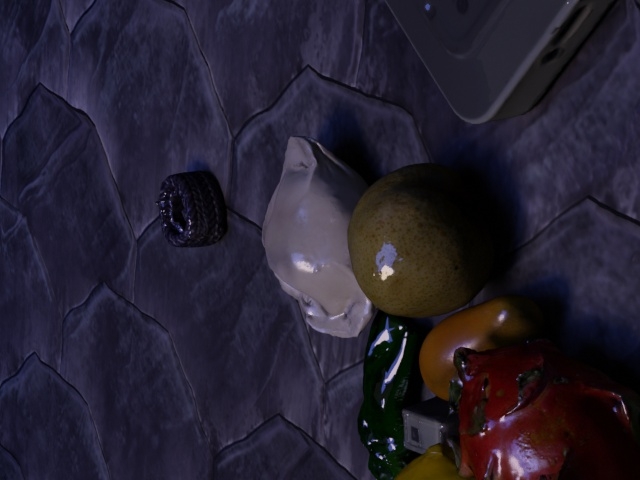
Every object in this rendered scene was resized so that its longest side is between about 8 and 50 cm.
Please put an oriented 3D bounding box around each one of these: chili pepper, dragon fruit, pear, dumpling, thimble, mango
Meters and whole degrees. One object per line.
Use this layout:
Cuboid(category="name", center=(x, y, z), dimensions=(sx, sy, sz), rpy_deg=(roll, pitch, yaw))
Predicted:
Cuboid(category="chili pepper", center=(0.080, 0.179, 1.742), dimensions=(0.098, 0.061, 0.224), rpy_deg=(24, 120, 58))
Cuboid(category="dragon fruit", center=(0.214, 0.229, 1.441), dimensions=(0.200, 0.198, 0.269), rpy_deg=(2, 83, 22))
Cuboid(category="pear", center=(0.107, 0.003, 1.565), dimensions=(0.136, 0.167, 0.167), rpy_deg=(-37, 65, 23))
Cuboid(category="dumpling", center=(0.000, 0.000, 1.745), dimensions=(0.162, 0.132, 0.250), rpy_deg=(-33, 72, 50))
Cuboid(category="thimble", center=(-0.181, -0.042, 2.054), dimensions=(0.095, 0.066, 0.104), rpy_deg=(-41, 62, 50))
Cuboid(category="mango", center=(0.173, 0.107, 1.554), dimensions=(0.184, 0.102, 0.084), rpy_deg=(-50, 38, 46))

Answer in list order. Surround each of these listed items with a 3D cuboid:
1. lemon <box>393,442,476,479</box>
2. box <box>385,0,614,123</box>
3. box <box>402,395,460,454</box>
Cuboid(category="lemon", center=(0.154, 0.312, 1.567), dimensions=(0.173, 0.173, 0.206), rpy_deg=(7, 141, 54))
Cuboid(category="box", center=(0.165, -0.353, 1.453), dimensions=(0.373, 0.090, 0.367), rpy_deg=(62, 142, 26))
Cuboid(category="box", center=(0.138, 0.213, 1.663), dimensions=(0.085, 0.063, 0.060), rpy_deg=(14, 109, 52))
